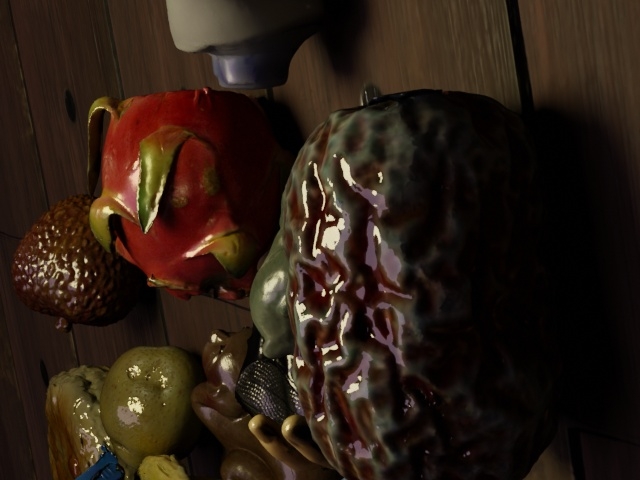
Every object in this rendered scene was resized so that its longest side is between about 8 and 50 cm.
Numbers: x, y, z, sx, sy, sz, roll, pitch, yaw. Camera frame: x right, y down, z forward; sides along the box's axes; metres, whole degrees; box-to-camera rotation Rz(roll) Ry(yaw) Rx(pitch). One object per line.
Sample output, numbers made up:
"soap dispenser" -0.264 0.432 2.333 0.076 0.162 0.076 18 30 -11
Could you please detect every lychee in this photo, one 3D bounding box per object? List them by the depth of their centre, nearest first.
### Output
"lychee" -0.335 0.038 2.179 0.194 0.194 0.194 43 140 52

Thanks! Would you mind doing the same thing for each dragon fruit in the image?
"dragon fruit" -0.136 -0.051 1.650 0.224 0.224 0.227 176 100 -66

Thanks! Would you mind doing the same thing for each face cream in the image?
"face cream" -0.092 -0.345 1.432 0.137 0.235 0.420 -3 102 30

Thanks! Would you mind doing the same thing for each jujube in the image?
"jujube" 0.078 0.039 1.205 0.226 0.226 0.317 14 112 64

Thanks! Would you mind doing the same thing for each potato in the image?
"potato" -0.216 0.229 2.079 0.194 0.157 0.157 84 160 -55

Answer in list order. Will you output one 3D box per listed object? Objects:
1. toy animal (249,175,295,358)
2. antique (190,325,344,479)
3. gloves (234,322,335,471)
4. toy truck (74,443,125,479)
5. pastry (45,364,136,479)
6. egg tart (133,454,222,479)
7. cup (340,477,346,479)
"toy animal" -0.006 -0.002 1.398 0.138 0.108 0.236 -35 36 22
"antique" -0.048 0.203 1.706 0.257 0.121 0.143 62 145 29
"gloves" 0.017 0.127 1.463 0.301 0.152 0.197 -126 52 -77
"toy truck" -0.267 0.372 1.940 0.208 0.126 0.113 61 154 31
"pastry" -0.317 0.330 2.340 0.329 0.136 0.330 167 90 -68
"egg tart" -0.127 0.424 1.977 0.345 0.132 0.345 42 139 51
"cup" 0.089 0.269 1.443 0.138 0.113 0.150 63 155 24
